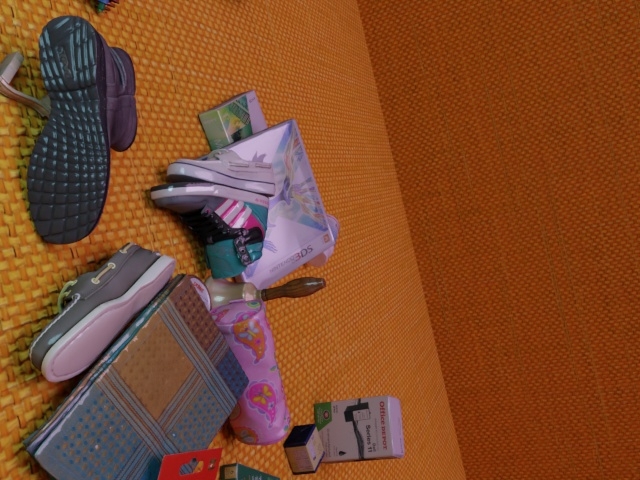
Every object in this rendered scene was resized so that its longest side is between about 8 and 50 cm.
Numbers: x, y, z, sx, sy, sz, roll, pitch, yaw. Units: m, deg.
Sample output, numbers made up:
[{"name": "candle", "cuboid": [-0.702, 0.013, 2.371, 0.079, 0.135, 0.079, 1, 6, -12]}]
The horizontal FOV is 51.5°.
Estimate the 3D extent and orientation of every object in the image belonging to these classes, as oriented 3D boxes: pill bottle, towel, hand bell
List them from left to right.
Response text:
[{"name": "towel", "cuboid": [-0.257, 0.263, 1.027, 0.370, 0.040, 0.271, -56, 133, -45]}, {"name": "hand bell", "cuboid": [-0.102, 0.108, 1.341, 0.126, 0.242, 0.126, -12, 90, -70]}, {"name": "pill bottle", "cuboid": [0.000, 0.000, 1.883, 0.160, 0.087, 0.087, -74, 145, -52]}]

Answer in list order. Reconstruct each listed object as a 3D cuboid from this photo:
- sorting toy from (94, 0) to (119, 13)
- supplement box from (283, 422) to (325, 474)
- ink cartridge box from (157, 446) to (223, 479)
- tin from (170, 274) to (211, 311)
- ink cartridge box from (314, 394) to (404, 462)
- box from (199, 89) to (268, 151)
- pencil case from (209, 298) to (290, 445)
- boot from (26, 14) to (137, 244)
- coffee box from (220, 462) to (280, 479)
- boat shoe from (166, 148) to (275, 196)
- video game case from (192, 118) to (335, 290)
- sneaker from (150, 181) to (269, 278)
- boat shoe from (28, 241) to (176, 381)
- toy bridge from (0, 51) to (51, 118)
[{"name": "sorting toy", "cuboid": [-0.397, -0.427, 1.167, 0.102, 0.061, 0.042, 8, 105, -61]}, {"name": "supplement box", "cuboid": [-0.037, 0.489, 1.554, 0.083, 0.056, 0.083, -46, 121, -66]}, {"name": "ink cartridge box", "cuboid": [-0.205, 0.452, 1.030, 0.189, 0.066, 0.232, 32, 74, -66]}, {"name": "tin", "cuboid": [-0.247, 0.152, 1.235, 0.106, 0.040, 0.189, 57, 28, -52]}, {"name": "ink cartridge box", "cuboid": [0.098, 0.483, 1.691, 0.087, 0.209, 0.152, 38, 43, -59]}, {"name": "box", "cuboid": [-0.167, -0.184, 1.599, 0.232, 0.059, 0.321, -57, 129, -62]}, {"name": "pencil case", "cuboid": [-0.137, 0.257, 1.288, 0.124, 0.124, 0.283, -52, 134, -64]}, {"name": "boot", "cuboid": [-0.347, -0.159, 1.041, 0.223, 0.118, 0.337, 19, 78, -87]}, {"name": "coffee box", "cuboid": [-0.137, 0.511, 1.306, 0.184, 0.041, 0.113, 47, 36, -54]}, {"name": "boat shoe", "cuboid": [-0.195, -0.145, 1.356, 0.268, 0.096, 0.088, 6, 82, -43]}, {"name": "video game case", "cuboid": [-0.117, -0.079, 1.518, 0.300, 0.036, 0.328, -32, 111, -39]}, {"name": "sneaker", "cuboid": [-0.212, -0.014, 1.313, 0.296, 0.124, 0.178, 8, 78, -52]}, {"name": "boat shoe", "cuboid": [-0.329, 0.094, 0.980, 0.109, 0.091, 0.305, -65, 173, 31]}, {"name": "toy bridge", "cuboid": [-0.449, -0.243, 0.950, 0.188, 0.026, 0.063, 57, 32, -44]}]
